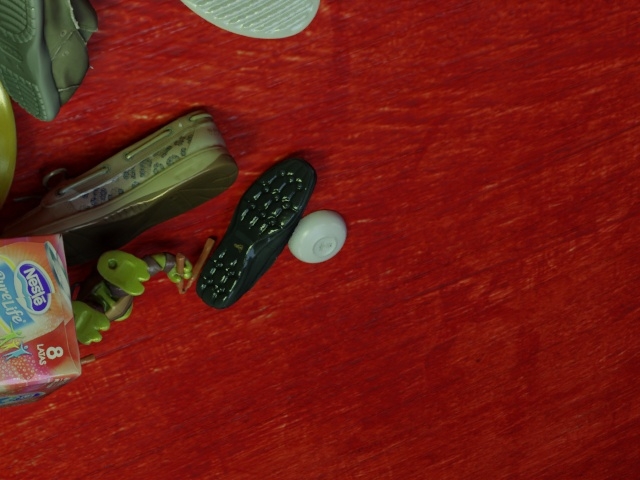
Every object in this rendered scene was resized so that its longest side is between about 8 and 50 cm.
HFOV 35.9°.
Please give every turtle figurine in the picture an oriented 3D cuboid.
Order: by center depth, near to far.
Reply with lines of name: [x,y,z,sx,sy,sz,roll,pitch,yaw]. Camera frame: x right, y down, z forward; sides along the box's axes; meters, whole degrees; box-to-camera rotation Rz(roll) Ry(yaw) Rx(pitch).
turtle figurine: [-0.238,0.060,1.157,0.269,0.087,0.217,-37,178,-11]

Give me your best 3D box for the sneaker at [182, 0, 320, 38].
sneaker: [-0.125,-0.288,0.877,0.282,0.161,0.102,29,111,-15]

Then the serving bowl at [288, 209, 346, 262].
serving bowl: [0.000,0.000,1.320,0.083,0.027,0.083,-16,135,-17]

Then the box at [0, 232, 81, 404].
box: [-0.352,0.098,1.019,0.154,0.142,0.300,-6,170,-26]

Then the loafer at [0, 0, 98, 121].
loafer: [-0.262,-0.217,0.916,0.087,0.094,0.251,-48,169,-28]

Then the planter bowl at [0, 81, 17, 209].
planter bowl: [-0.391,-0.102,0.929,0.090,0.217,0.217,-4,142,23]

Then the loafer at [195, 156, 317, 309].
loafer: [-0.078,-0.010,1.244,0.223,0.076,0.078,-55,169,13]

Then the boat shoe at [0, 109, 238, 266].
boat shoe: [-0.235,-0.051,1.112,0.285,0.089,0.104,-24,162,-5]
